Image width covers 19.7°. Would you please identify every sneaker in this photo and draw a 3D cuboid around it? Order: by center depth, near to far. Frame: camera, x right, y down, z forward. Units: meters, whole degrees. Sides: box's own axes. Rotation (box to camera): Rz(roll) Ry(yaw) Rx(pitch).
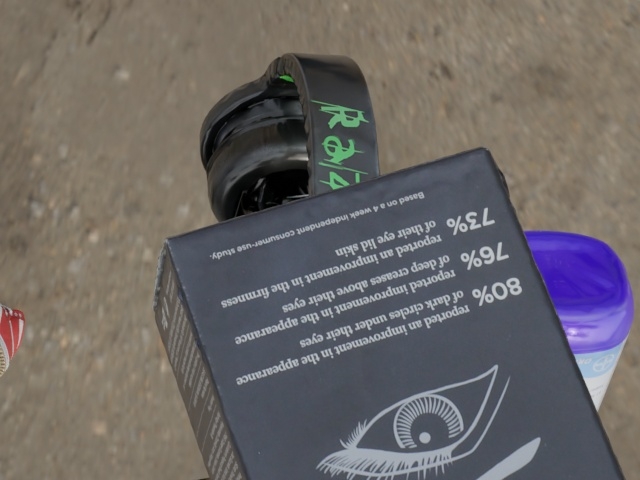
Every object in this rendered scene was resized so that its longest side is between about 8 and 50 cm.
[{"bbox_3d":[-0.284,0.052,1.558,0.042,0.067,0.118,-9,105,10],"label":"sneaker"}]

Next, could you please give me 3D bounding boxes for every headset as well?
[{"bbox_3d":[0.000,0.000,1.419,0.185,0.394,0.243,2,80,-14],"label":"headset"}]

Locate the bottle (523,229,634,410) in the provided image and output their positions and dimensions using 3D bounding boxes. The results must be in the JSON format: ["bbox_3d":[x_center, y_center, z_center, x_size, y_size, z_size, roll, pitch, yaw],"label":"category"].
[{"bbox_3d":[0.138,0.116,1.331,0.118,0.092,0.283,2,136,-11],"label":"bottle"}]

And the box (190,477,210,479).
[{"bbox_3d":[-0.009,0.246,1.243,0.164,0.021,0.201,-7,102,-23],"label":"box"}]

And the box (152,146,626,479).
[{"bbox_3d":[0.031,0.086,0.796,0.153,0.108,0.207,-16,74,-13],"label":"box"}]
